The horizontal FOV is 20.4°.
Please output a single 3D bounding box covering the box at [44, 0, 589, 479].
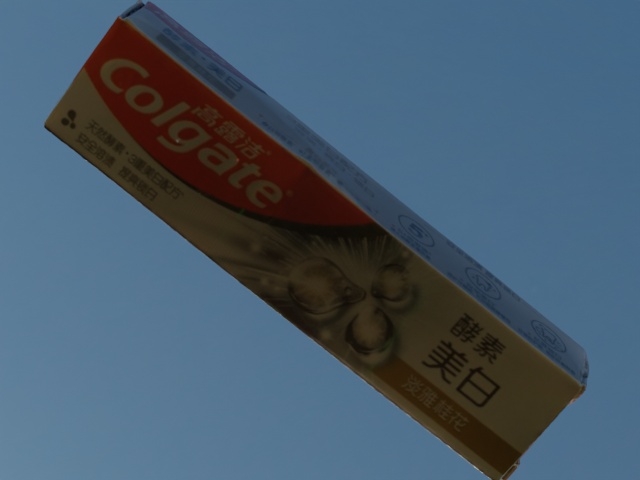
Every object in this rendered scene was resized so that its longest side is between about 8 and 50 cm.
[{"bbox_3d":[0.000,0.000,0.658,0.218,0.039,0.055,39,-73,-4],"label":"box"}]
